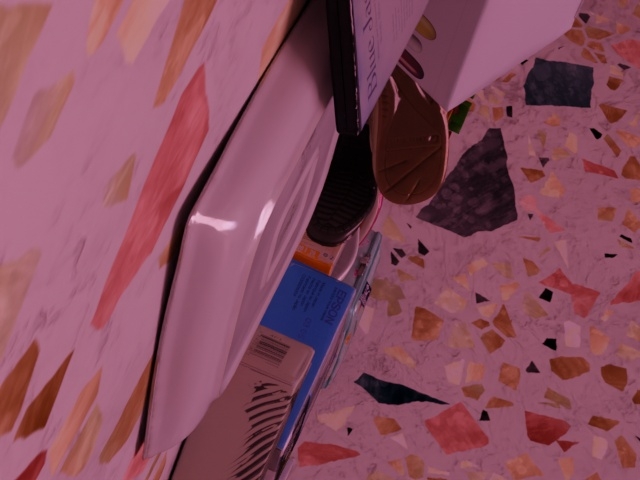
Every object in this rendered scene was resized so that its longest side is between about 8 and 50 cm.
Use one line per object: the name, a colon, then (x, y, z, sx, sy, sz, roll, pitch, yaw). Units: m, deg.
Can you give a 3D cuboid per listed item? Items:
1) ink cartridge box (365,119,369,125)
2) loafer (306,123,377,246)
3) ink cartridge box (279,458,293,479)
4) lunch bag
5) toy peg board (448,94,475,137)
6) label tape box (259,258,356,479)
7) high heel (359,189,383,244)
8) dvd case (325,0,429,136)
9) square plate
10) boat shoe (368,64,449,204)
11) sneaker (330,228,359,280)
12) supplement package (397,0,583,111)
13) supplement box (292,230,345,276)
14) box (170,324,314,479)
ink cartridge box: (0.087, -0.188, 1.778, 0.109, 0.062, 0.209, -57, 170, -65)
loafer: (0.034, -0.060, 1.667, 0.220, 0.080, 0.078, -63, 174, -45)
ink cartridge box: (-0.115, 0.385, 1.995, 0.181, 0.104, 0.061, 109, 6, -49)
lunch bag: (0.025, 0.105, 2.239, 0.279, 0.108, 0.224, 108, 7, -49)
toy peg board: (0.155, -0.172, 1.743, 0.161, 0.079, 0.160, 107, 8, -51)
label tape box: (-0.062, 0.208, 1.722, 0.333, 0.106, 0.240, 104, 10, -62)
high heel: (0.073, -0.103, 1.941, 0.117, 0.082, 0.244, -34, 135, -64)
dvd case: (0.052, -0.225, 1.035, 0.253, 0.022, 0.180, -63, 155, -48)
square plate: (-0.046, -0.024, 1.083, 0.344, 0.049, 0.347, 108, 6, -51)
boat shoe: (0.105, -0.215, 1.549, 0.110, 0.122, 0.341, -111, -155, -58)
sneaker: (0.016, 0.009, 1.811, 0.121, 0.079, 0.217, 102, 10, -62)
supplement package: (0.175, -0.295, 1.287, 0.204, 0.145, 0.262, -35, 160, -26)
supplement box: (0.000, 0.000, 1.686, 0.036, 0.062, 0.098, 106, 7, -48)
box: (-0.102, 0.236, 1.440, 0.113, 0.094, 0.275, -57, 168, -67)
